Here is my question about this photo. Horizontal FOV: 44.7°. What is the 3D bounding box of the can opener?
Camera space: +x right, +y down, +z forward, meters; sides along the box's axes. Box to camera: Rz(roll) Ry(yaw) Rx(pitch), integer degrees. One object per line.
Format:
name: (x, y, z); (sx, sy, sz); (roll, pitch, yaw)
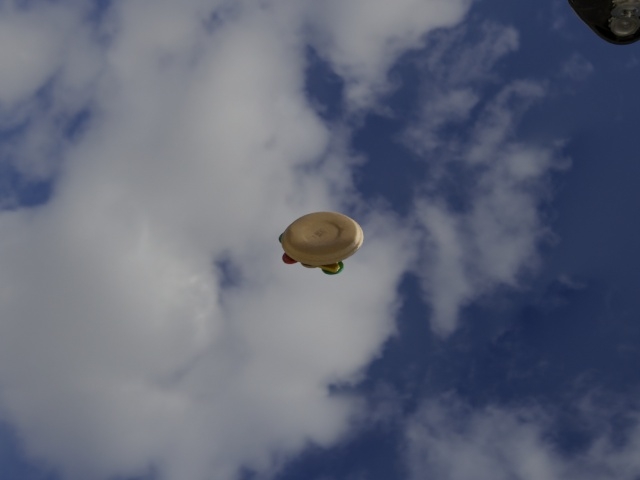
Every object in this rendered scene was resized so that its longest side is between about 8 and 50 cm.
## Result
can opener: (0.246, -0.161, 0.481); (0.186, 0.059, 0.073); (3, -116, 21)

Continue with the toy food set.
toy food set: (0.000, 0.000, 0.763); (0.083, 0.020, 0.082); (18, -136, 27)
